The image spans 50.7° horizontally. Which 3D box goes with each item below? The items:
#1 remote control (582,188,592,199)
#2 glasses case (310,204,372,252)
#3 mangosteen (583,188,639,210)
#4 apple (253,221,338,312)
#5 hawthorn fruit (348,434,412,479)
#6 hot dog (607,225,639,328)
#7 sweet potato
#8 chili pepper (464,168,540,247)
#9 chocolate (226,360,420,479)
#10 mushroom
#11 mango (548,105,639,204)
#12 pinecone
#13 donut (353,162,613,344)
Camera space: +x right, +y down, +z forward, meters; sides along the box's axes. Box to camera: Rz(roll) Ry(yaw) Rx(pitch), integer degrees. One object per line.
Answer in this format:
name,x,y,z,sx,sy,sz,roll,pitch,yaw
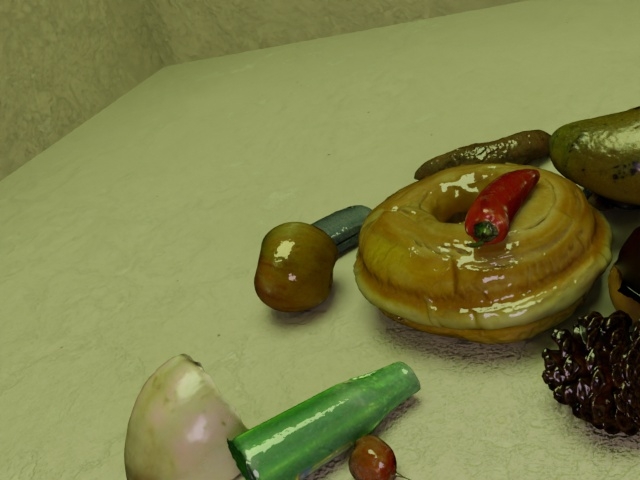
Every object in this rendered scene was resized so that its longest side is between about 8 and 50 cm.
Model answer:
remote control,0.502,-0.067,1.314,0.016,0.091,0.034,18,42,-4
glasses case,0.000,0.000,1.483,0.282,0.067,0.109,-31,29,-20
mangosteen,0.587,-0.146,1.330,0.192,0.192,0.217,-34,2,-27
apple,-0.045,0.052,1.314,0.155,0.182,0.182,13,31,-5
hawthorn fruit,0.088,0.308,0.920,0.103,0.066,0.067,17,43,28
hot dog,0.546,0.071,1.036,0.326,0.107,0.194,-22,41,-36
sweet potato,0.386,-0.186,1.575,0.342,0.092,0.114,-14,5,7
chili pepper,0.273,-0.053,1.032,0.063,0.071,0.272,-41,2,45
chocolate,0.015,0.267,0.992,0.291,0.110,0.110,-25,30,-19
mushroom,-0.243,0.282,1.035,0.173,0.162,0.236,-36,32,-32
mango,0.563,-0.149,1.140,0.330,0.175,0.176,0,27,9
pinecone,0.377,0.171,0.908,0.163,0.163,0.165,-33,17,-26
donut,0.275,0.008,1.191,0.449,0.198,0.449,-12,28,7
